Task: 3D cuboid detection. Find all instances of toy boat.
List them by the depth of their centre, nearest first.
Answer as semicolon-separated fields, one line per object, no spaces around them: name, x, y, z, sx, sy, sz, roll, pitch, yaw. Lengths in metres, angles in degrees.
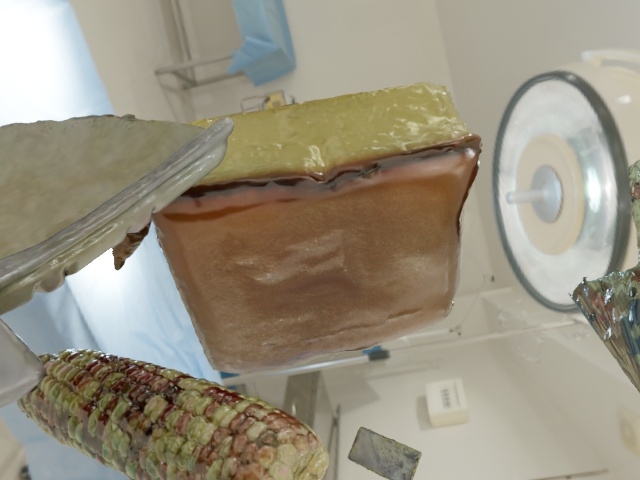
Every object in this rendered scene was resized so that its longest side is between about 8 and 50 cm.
toy boat;-0.247;-0.010;0.478;0.293;0.276;0.111;-58;154;-46
toy boat;0.106;0.358;1.089;0.063;0.115;0.016;-67;151;-12

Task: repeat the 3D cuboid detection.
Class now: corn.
corn;-0.115;0.136;0.477;0.086;0.253;0.086;-36;132;-54

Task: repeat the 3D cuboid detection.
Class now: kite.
kite;0.436;0.067;0.874;0.406;0.014;0.368;124;-32;-71

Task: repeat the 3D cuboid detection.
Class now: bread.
bread;0.000;0.000;0.742;0.333;0.324;0.143;82;-6;-50

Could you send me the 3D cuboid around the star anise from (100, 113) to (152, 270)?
star anise;-0.229;-0.078;0.792;0.196;0.111;0.212;40;54;-2
